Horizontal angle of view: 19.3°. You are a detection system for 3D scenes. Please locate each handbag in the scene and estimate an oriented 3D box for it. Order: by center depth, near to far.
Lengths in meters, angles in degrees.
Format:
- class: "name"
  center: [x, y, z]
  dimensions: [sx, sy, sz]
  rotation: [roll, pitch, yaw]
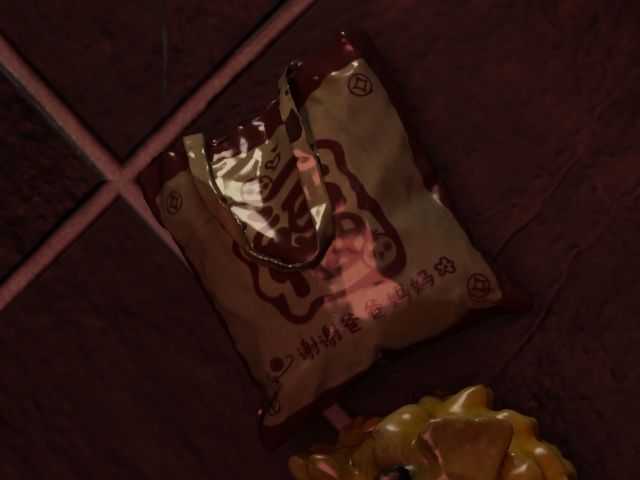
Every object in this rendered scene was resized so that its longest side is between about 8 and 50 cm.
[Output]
- class: "handbag"
  center: [0.000, 0.000, 1.320]
  dimensions: [0.213, 0.127, 0.235]
  rotation: [-32, 79, 11]

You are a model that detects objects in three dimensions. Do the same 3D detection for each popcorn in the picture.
- class: "popcorn"
  center: [0.073, 0.197, 1.273]
  dimensions: [0.218, 0.169, 0.189]
  rotation: [-21, 83, 6]
